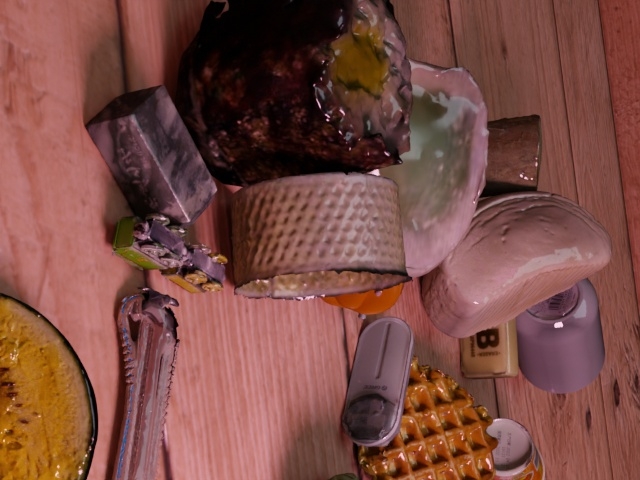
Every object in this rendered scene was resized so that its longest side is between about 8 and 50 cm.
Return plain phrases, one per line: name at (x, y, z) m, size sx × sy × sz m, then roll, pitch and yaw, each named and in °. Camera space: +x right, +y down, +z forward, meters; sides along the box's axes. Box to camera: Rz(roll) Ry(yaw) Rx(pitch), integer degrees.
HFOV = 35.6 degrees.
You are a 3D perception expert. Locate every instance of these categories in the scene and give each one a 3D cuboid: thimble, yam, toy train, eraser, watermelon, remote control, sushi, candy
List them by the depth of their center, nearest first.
watermelon at (-0.323, 0.203, 1.136) m, size 0.129 × 0.123 × 0.301 m, roll -3°, pitch 85°, yaw -25°
toy train at (-0.201, 0.021, 1.355) m, size 0.202 × 0.081 × 0.060 m, roll 40°, pitch 52°, yaw -55°
sushi at (-0.030, -0.241, 1.473) m, size 0.281 × 0.294 × 0.300 m, roll 38°, pitch 52°, yaw -48°
thimble at (0.000, 0.000, 1.493) m, size 0.270 × 0.270 × 0.150 m, roll 10°, pitch 72°, yaw -56°
remote control at (0.106, 0.248, 1.750) m, size 0.052 × 0.104 × 0.247 m, roll 57°, pitch 40°, yaw -48°
candy at (0.137, -0.136, 1.791) m, size 0.386 × 0.186 × 0.427 m, roll -10°, pitch 101°, yaw -37°
yam at (0.336, -0.166, 2.066) m, size 0.161 × 0.268 × 0.161 m, roll -7°, pitch 90°, yaw -68°
eraser at (0.358, 0.208, 2.130) m, size 0.058 × 0.117 × 0.172 m, roll 17°, pitch 69°, yaw -55°

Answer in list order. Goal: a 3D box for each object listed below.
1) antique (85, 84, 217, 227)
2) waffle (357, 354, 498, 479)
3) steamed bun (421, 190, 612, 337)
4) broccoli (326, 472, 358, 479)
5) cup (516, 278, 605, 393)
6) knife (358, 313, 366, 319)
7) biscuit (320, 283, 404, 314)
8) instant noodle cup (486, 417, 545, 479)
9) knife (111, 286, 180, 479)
antique at (-0.221, -0.104, 1.340) m, size 0.183 × 0.088 × 0.086 m, roll 63°, pitch 38°, yaw -25°
waffle at (0.204, 0.378, 1.826) m, size 0.325 × 0.068 × 0.302 m, roll 37°, pitch 51°, yaw -16°
steamed bun at (0.372, 0.021, 2.003) m, size 0.383 × 0.247 × 0.236 m, roll -20°, pitch 72°, yaw -20°
broccoli at (0.052, 0.480, 1.532) m, size 0.270 × 0.270 × 0.270 m, roll 59°, pitch 6°, yaw -31°
cup at (0.531, 0.192, 2.250) m, size 0.312 × 0.205 × 0.206 m, roll 63°, pitch 34°, yaw -54°
knife at (0.087, 0.043, 1.685) m, size 0.028 × 0.015 × 0.210 m, roll -85°, pitch -176°, yaw -65°
biscuit at (0.058, 0.046, 1.651) m, size 0.050 × 0.170 × 0.170 m, roll -53°, pitch 127°, yaw -61°
instant noodle cup at (0.371, 0.441, 2.006) m, size 0.185 × 0.168 × 0.168 m, roll 66°, pitch 29°, yaw -61°
knife at (-0.239, 0.243, 1.282) m, size 0.089 × 0.043 × 0.365 m, roll 11°, pitch 73°, yaw -21°
